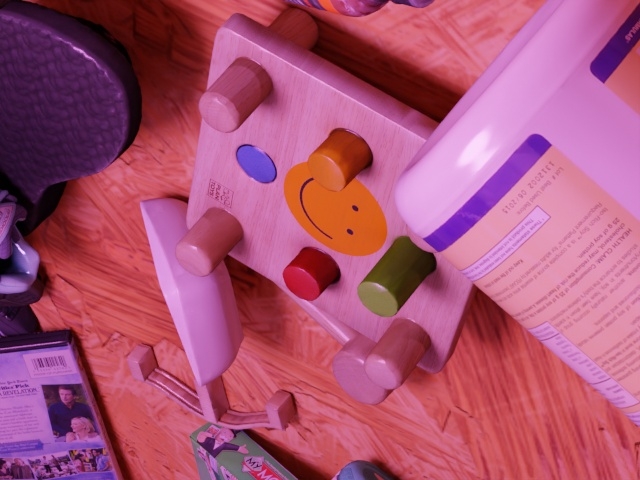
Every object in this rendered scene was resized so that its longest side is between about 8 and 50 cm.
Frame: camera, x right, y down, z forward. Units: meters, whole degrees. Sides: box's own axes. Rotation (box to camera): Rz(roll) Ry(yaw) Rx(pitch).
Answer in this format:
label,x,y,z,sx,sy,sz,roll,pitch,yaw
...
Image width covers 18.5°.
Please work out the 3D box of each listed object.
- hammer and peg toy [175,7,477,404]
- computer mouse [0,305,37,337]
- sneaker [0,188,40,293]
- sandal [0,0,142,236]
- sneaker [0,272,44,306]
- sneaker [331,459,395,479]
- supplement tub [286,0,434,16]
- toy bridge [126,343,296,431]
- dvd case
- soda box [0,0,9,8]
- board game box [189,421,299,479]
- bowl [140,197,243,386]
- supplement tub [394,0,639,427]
label,x,y,z,sx,sy,sz,roll,pitch,yaw
hammer and peg toy,0.000,0.000,1.583,0.266,0.127,0.361,31,143,12
computer mouse,-0.311,0.116,2.053,0.071,0.041,0.242,-3,127,42
sneaker,-0.322,-0.043,1.735,0.122,0.110,0.283,17,158,21
sandal,-0.245,-0.124,1.708,0.167,0.107,0.446,43,156,-7
sneaker,-0.361,-0.019,1.930,0.227,0.130,0.087,26,147,-30
sneaker,0.134,0.280,1.813,0.275,0.107,0.110,33,115,16
supplement tub,-0.007,-0.216,1.380,0.198,0.106,0.106,18,139,27
toy bridge,-0.107,0.151,1.924,0.188,0.026,0.063,16,139,29
dvd case,-0.318,0.202,2.085,0.180,0.022,0.253,-7,128,9
soda box,-0.222,-0.238,1.490,0.053,0.169,0.060,35,144,9
board game box,-0.030,0.345,1.992,0.213,0.046,0.317,38,150,38
bowl,-0.111,0.039,1.745,0.142,0.053,0.142,79,169,-45
supplement tub,0.240,-0.007,1.273,0.331,0.241,0.241,41,144,-2
